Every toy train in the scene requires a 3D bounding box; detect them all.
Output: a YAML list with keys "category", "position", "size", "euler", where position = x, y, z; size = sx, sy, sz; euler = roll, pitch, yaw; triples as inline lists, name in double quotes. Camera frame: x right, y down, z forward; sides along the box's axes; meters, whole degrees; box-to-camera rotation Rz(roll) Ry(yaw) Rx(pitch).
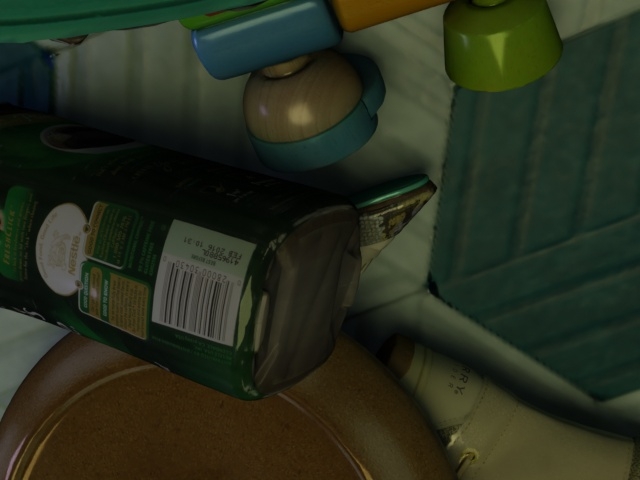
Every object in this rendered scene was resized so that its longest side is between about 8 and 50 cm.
- category: "toy train"
  position: [0.061, -0.119, 0.489]
  size: [0.248, 0.105, 0.143]
  euler: [-16, 127, 9]

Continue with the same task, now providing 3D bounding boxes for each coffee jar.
- category: "coffee jar"
  position: [-0.083, -0.001, 0.535]
  size: [0.184, 0.096, 0.079]
  euler: [17, 105, 23]

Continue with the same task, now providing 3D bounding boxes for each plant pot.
- category: "plant pot"
  position: [-0.051, 0.140, 0.580]
  size: [0.236, 0.032, 0.236]
  euler: [2, 96, 17]

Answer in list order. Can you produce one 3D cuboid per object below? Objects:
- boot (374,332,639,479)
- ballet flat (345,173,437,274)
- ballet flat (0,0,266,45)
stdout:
- category: "boot"
  position: [0.069, 0.164, 0.621]
  size: [0.165, 0.077, 0.213]
  euler: [20, 109, -1]
- category: "ballet flat"
  position: [0.000, 0.000, 0.577]
  size: [0.114, 0.041, 0.041]
  euler: [-12, 113, 21]
- category: "ballet flat"
  position: [0.039, -0.161, 0.364]
  size: [0.408, 0.147, 0.147]
  euler: [-16, 113, -7]
